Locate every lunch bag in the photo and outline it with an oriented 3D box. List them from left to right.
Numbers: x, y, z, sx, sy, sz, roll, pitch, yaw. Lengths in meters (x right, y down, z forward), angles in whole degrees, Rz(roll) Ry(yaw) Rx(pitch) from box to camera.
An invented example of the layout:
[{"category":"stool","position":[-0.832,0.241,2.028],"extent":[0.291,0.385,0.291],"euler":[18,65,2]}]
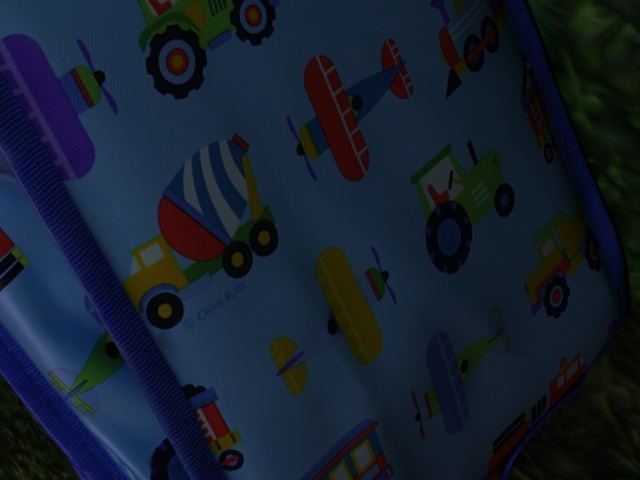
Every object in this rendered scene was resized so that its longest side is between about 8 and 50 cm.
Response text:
[{"category":"lunch bag","position":[0.000,0.000,0.496],"extent":[0.138,0.221,0.293],"euler":[-11,115,54]}]
